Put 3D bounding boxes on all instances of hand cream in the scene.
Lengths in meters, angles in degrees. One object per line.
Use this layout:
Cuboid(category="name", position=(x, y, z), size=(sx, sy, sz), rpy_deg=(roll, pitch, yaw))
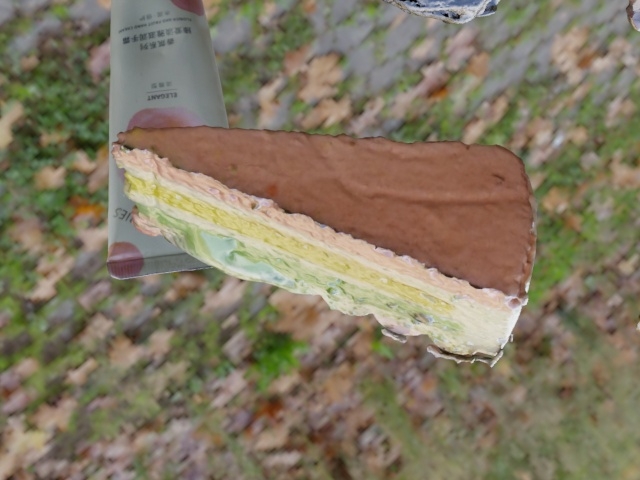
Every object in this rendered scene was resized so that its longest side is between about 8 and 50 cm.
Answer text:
Cuboid(category="hand cream", position=(-0.136, -0.124, 1.219), size=(0.124, 0.341, 0.078), rpy_deg=(-7, 151, -3))

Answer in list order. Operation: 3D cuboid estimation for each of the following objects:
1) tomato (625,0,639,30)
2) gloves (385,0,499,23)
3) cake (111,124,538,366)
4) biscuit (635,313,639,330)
Cuboid(category="tomato", position=(0.304, -0.246, 0.859), size=(0.272, 0.341, 0.341), rpy_deg=(-22, 165, 22))
Cuboid(category="gloves", position=(0.088, -0.227, 1.096), size=(0.180, 0.106, 0.129), rpy_deg=(-30, 166, -48))
Cuboid(category="cake", position=(0.007, -0.019, 0.742), size=(0.109, 0.225, 0.090), rpy_deg=(102, 7, -68))
Cuboid(category="biscuit", position=(0.235, -0.054, 0.733), size=(0.131, 0.025, 0.231), rpy_deg=(-32, 149, -55))
